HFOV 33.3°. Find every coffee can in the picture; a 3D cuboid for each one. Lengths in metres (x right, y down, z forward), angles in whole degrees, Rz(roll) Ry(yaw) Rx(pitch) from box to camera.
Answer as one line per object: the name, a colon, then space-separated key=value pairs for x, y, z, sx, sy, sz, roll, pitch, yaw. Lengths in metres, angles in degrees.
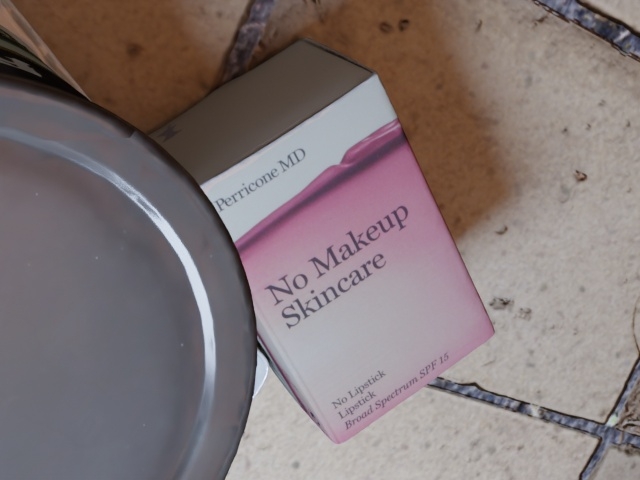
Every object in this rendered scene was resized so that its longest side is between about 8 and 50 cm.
coffee can: x=-0.168 y=0.010 z=0.445 sx=0.201 sy=0.275 sz=0.201 roll=-8 pitch=110 yaw=-23

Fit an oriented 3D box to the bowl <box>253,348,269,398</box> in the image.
bowl: x=-0.128 y=0.100 z=0.777 sx=0.142 sy=0.053 sz=0.142 roll=36 pitch=96 yaw=-33

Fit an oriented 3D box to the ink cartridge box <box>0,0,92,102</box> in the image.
ink cartridge box: x=-0.254 y=0.019 z=0.643 sx=0.306 sy=0.131 sz=0.226 roll=-40 pitch=120 yaw=-8

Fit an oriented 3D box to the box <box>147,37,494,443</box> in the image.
box: x=0.000 y=0.000 z=0.759 sx=0.148 sy=0.127 sz=0.232 roll=-34 pitch=121 yaw=-9
